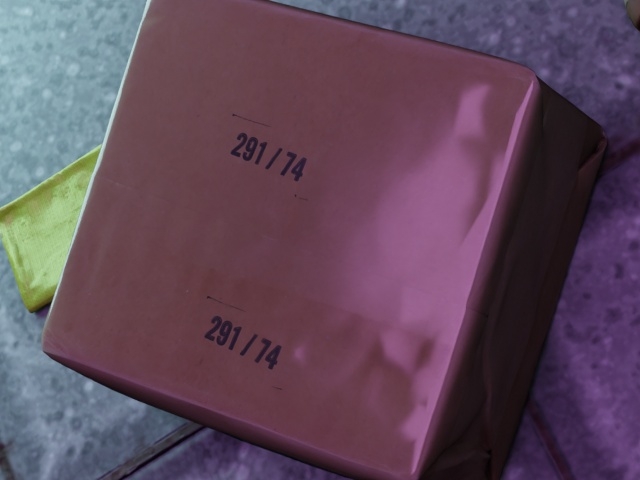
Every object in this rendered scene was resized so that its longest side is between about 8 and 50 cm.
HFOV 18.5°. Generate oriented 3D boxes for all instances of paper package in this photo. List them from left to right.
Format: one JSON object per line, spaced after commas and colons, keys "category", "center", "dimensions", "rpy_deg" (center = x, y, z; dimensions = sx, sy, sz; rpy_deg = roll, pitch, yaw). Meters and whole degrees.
{"category": "paper package", "center": [0.000, 0.000, 1.411], "dimensions": [0.325, 0.168, 0.309], "rpy_deg": [16, 87, 26]}

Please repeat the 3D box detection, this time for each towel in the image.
{"category": "towel", "center": [-0.162, -0.038, 1.601], "dimensions": [0.237, 0.021, 0.102], "rpy_deg": [-30, 65, 19]}

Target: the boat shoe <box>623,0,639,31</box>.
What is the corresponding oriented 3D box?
{"category": "boat shoe", "center": [0.335, -0.282, 1.345], "dimensions": [0.342, 0.123, 0.123], "rpy_deg": [-36, 65, 23]}
